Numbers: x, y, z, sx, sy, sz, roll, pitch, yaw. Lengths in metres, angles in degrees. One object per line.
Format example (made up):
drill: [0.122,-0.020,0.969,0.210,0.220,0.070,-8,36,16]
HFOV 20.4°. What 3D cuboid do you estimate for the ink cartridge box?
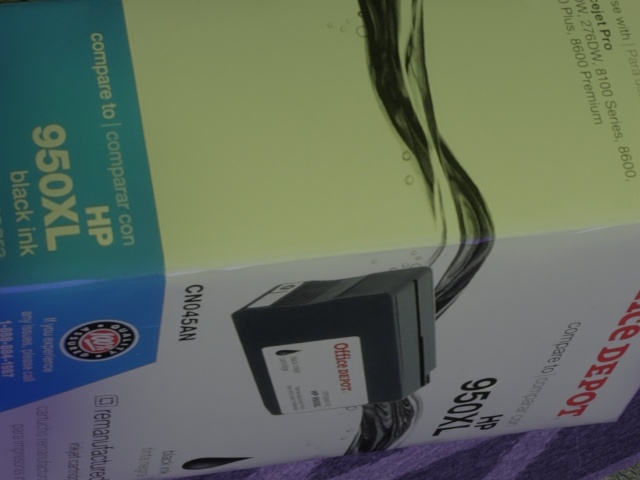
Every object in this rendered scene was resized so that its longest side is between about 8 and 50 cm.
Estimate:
ink cartridge box: [0.000,0.000,0.973,0.395,0.166,0.285,-6,153,-12]
